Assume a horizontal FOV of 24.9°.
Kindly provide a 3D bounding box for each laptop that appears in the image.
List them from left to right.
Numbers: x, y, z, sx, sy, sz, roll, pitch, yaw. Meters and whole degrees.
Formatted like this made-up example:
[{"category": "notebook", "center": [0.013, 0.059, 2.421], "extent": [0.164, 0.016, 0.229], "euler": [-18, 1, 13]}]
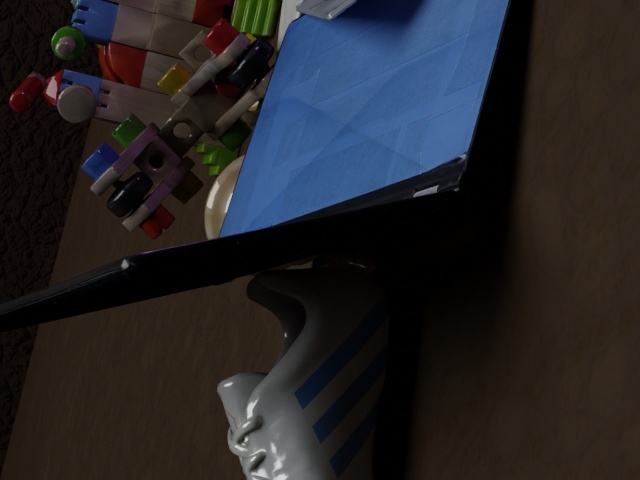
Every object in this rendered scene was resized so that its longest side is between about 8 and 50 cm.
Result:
[{"category": "laptop", "center": [-0.070, -0.092, 1.118], "extent": [0.382, 0.408, 0.236], "euler": [-19, 85, 57]}]

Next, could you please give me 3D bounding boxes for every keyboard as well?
[{"category": "keyboard", "center": [0.020, -0.219, 1.262], "extent": [0.072, 0.014, 0.256], "euler": [-43, 12, 2]}]

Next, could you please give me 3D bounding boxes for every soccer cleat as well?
[{"category": "soccer cleat", "center": [-0.018, 0.175, 1.093], "extent": [0.116, 0.143, 0.331], "euler": [134, 145, -60]}]

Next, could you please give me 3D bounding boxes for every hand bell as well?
[{"category": "hand bell", "center": [0.000, 0.000, 1.296], "extent": [0.242, 0.126, 0.126], "euler": [26, 103, 60]}]

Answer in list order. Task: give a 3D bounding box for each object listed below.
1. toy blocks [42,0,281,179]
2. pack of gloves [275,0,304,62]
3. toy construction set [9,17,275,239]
[{"category": "toy blocks", "center": [-0.207, -0.282, 1.856], "extent": [0.191, 0.261, 0.381], "euler": [-176, 98, -73]}, {"category": "pack of gloves", "center": [0.000, -0.281, 1.589], "extent": [0.195, 0.046, 0.232], "euler": [-128, 43, -68]}, {"category": "toy construction set", "center": [-0.178, -0.150, 1.632], "extent": [0.237, 0.309, 0.257], "euler": [-100, 29, -73]}]
